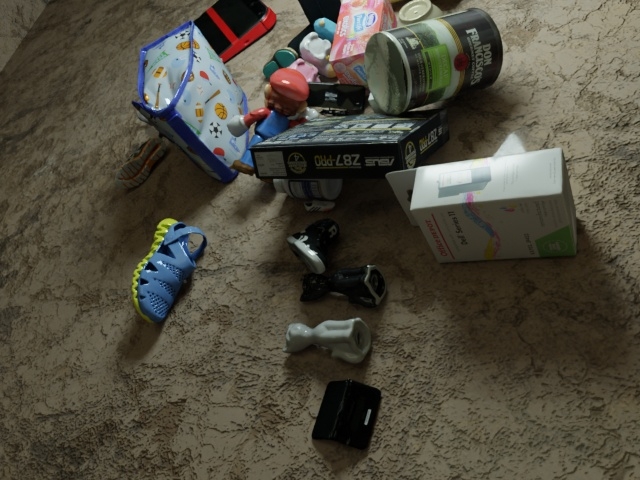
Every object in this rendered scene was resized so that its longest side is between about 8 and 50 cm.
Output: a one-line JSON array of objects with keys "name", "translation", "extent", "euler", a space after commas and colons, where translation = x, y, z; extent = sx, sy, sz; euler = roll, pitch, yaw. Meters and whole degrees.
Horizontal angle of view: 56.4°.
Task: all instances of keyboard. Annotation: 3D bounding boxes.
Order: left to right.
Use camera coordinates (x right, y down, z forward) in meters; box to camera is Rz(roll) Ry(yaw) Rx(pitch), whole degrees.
[{"name": "keyboard", "translation": [0.032, -0.402, 1.722], "extent": [0.192, 0.038, 0.100], "euler": [7, 91, 10]}]

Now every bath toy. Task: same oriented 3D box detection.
[{"name": "bath toy", "translation": [-0.043, -0.497, 1.812], "extent": [0.348, 0.151, 0.129], "euler": [-59, 16, -14]}]

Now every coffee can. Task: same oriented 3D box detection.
[{"name": "coffee can", "translation": [0.275, -0.441, 1.472], "extent": [0.275, 0.201, 0.201], "euler": [-20, 43, -18]}]

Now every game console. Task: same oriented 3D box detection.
[{"name": "game console", "translation": [-0.361, -0.821, 2.300], "extent": [0.342, 0.060, 0.386], "euler": [-39, 45, 5]}, {"name": "game console", "translation": [0.051, 0.344, 1.179], "extent": [0.107, 0.071, 0.122], "euler": [18, 62, 4]}]

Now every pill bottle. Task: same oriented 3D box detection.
[{"name": "pill bottle", "translation": [-0.036, -0.156, 1.560], "extent": [0.169, 0.094, 0.094], "euler": [6, 59, 32]}]

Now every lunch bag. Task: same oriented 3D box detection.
[{"name": "lunch bag", "translation": [-0.376, -0.391, 1.775], "extent": [0.239, 0.328, 0.385], "euler": [-26, 49, 15]}]

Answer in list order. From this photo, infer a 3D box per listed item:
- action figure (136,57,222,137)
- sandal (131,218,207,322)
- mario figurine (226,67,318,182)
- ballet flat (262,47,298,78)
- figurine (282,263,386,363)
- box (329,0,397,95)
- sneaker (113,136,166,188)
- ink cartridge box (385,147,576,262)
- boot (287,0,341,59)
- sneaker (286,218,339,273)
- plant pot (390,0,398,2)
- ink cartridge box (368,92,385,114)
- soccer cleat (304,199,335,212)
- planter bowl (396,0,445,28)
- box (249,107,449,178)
[{"name": "action figure", "translation": [-0.466, -0.519, 2.075], "extent": [0.330, 0.178, 0.341], "euler": [-31, 13, 2]}, {"name": "sandal", "translation": [-0.392, 0.068, 1.571], "extent": [0.138, 0.126, 0.317], "euler": [-4, 55, 22]}, {"name": "mario figurine", "translation": [-0.131, -0.325, 1.664], "extent": [0.170, 0.198, 0.320], "euler": [22, 90, 29]}, {"name": "ballet flat", "translation": [-0.119, -0.584, 1.922], "extent": [0.067, 0.073, 0.206], "euler": [-46, 21, -26]}, {"name": "figurine", "translation": [0.019, 0.157, 1.302], "extent": [0.210, 0.092, 0.214], "euler": [-5, 53, 37]}, {"name": "box", "translation": [0.136, -0.581, 1.759], "extent": [0.142, 0.154, 0.299], "euler": [-7, 51, 24]}, {"name": "sneaker", "translation": [-0.601, -0.254, 1.974], "extent": [0.215, 0.084, 0.083], "euler": [-49, 34, -17]}, {"name": "ink cartridge box", "translation": [0.316, -0.057, 1.207], "extent": [0.354, 0.207, 0.119], "euler": [-5, 54, 28]}, {"name": "boot", "translation": [-0.034, -0.716, 1.920], "extent": [0.247, 0.207, 0.094], "euler": [-17, 49, 18]}, {"name": "sneaker", "translation": [0.000, 0.000, 1.386], "extent": [0.121, 0.079, 0.217], "euler": [-34, 21, -8]}, {"name": "plant pot", "translation": [0.290, -0.859, 1.841], "extent": [0.239, 0.254, 0.254], "euler": [-6, 51, 45]}, {"name": "ink cartridge box", "translation": [0.194, -0.412, 1.625], "extent": [0.060, 0.104, 0.180], "euler": [-1, 55, 30]}, {"name": "soccer cleat", "translation": [-0.003, -0.091, 1.532], "extent": [0.083, 0.035, 0.029], "euler": [-4, 54, 27]}, {"name": "planter bowl", "translation": [0.290, -0.632, 1.741], "extent": [0.162, 0.109, 0.162], "euler": [-15, 49, 18]}, {"name": "box", "translation": [0.076, -0.238, 1.460], "extent": [0.395, 0.097, 0.318], "euler": [2, 26, 30]}]
